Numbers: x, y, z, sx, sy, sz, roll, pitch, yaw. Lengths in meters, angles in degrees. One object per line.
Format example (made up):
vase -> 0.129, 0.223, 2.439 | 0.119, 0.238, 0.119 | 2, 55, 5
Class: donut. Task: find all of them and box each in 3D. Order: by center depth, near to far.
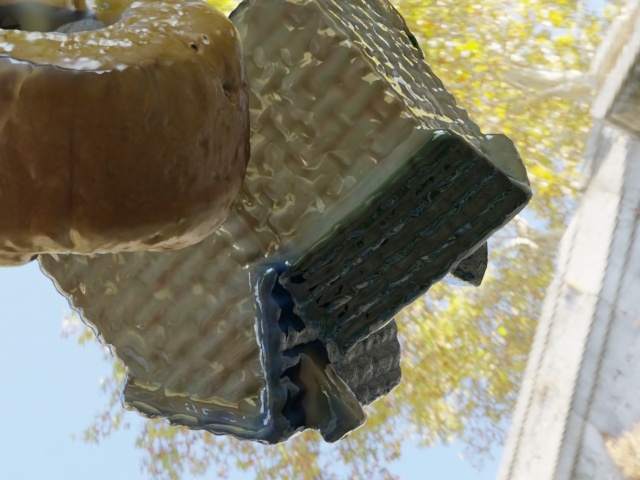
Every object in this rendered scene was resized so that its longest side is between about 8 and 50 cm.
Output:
donut -> -0.201, -0.093, 0.760 | 0.317, 0.299, 0.150 | 0, -62, -12

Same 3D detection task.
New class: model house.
model house -> 0.000, 0.000, 1.234 | 0.445, 0.395, 0.400 | -45, -109, 18
